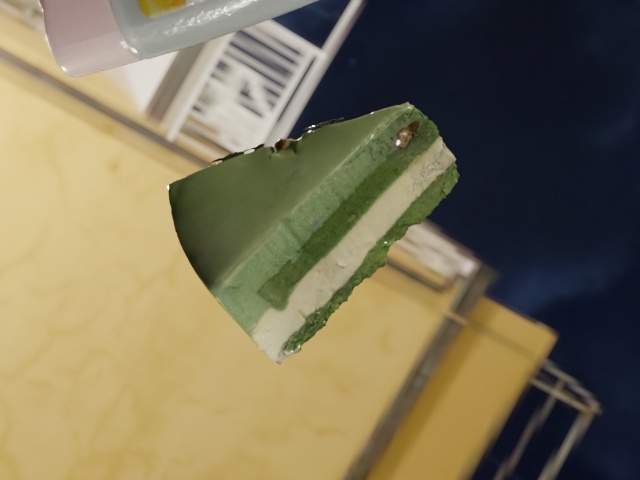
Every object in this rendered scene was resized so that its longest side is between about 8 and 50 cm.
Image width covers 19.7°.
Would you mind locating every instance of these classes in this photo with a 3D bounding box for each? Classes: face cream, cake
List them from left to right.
[{"bbox_3d":[-0.060,-0.152,0.997,0.198,0.057,0.084,-15,-99,19],"label":"face cream"},{"bbox_3d":[0.005,-0.003,1.872,0.284,0.158,0.172,-20,-130,16],"label":"cake"}]
